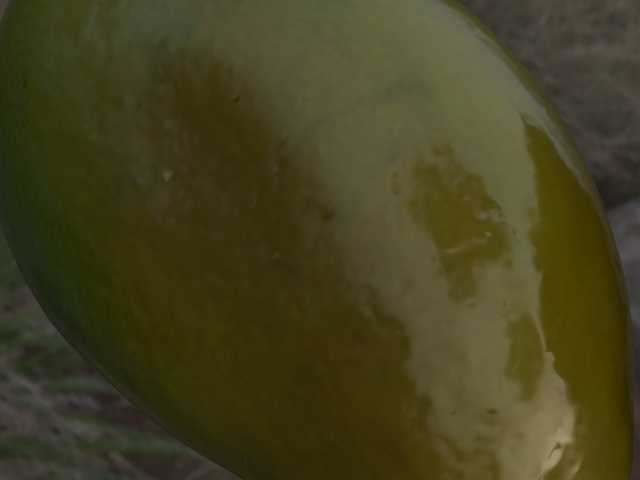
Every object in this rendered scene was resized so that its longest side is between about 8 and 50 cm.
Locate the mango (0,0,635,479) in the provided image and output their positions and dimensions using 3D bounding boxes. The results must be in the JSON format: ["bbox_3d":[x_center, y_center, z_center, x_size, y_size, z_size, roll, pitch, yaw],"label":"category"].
[{"bbox_3d":[0.000,-0.004,0.452,0.191,0.122,0.085,35,16,22],"label":"mango"}]
